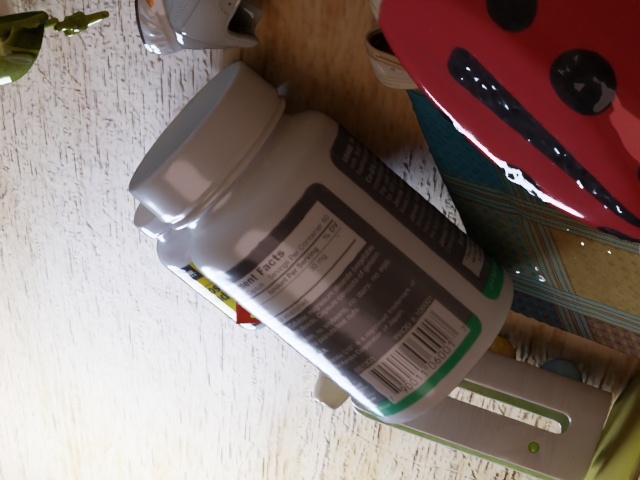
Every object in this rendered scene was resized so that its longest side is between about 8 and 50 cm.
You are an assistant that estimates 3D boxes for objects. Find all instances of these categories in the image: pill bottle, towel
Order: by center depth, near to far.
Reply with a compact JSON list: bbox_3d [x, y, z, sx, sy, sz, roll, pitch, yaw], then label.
[{"bbox_3d":[0.235,-0.015,1.828,0.271,0.040,0.370,22,154,36],"label":"towel"},{"bbox_3d":[0.000,0.000,1.881,0.361,0.204,0.204,41,144,-13],"label":"pill bottle"},{"bbox_3d":[-0.113,0.009,2.068,0.184,0.103,0.103,40,143,-25],"label":"pill bottle"}]

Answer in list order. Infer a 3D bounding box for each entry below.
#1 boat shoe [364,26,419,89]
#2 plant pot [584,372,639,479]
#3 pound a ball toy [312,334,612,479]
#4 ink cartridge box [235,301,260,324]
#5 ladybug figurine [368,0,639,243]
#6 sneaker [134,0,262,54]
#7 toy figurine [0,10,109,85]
[{"bbox_3d":[0.114,-0.170,1.712,0.170,0.063,0.059,0,147,32],"label":"boat shoe"},{"bbox_3d":[0.397,0.250,2.033,0.212,0.212,0.187,32,160,-14],"label":"plant pot"},{"bbox_3d":[0.156,0.167,2.140,0.319,0.135,0.208,19,172,5],"label":"pound a ball toy"},{"bbox_3d":[-0.060,0.044,2.018,0.063,0.029,0.115,-3,117,-8],"label":"ink cartridge box"},{"bbox_3d":[0.196,-0.150,1.483,0.449,0.162,0.305,42,152,14],"label":"ladybug figurine"},{"bbox_3d":[-0.116,-0.265,1.702,0.121,0.099,0.262,4,151,14],"label":"sneaker"},{"bbox_3d":[-0.381,-0.108,1.896,0.363,0.217,0.191,-2,-177,33],"label":"toy figurine"}]
